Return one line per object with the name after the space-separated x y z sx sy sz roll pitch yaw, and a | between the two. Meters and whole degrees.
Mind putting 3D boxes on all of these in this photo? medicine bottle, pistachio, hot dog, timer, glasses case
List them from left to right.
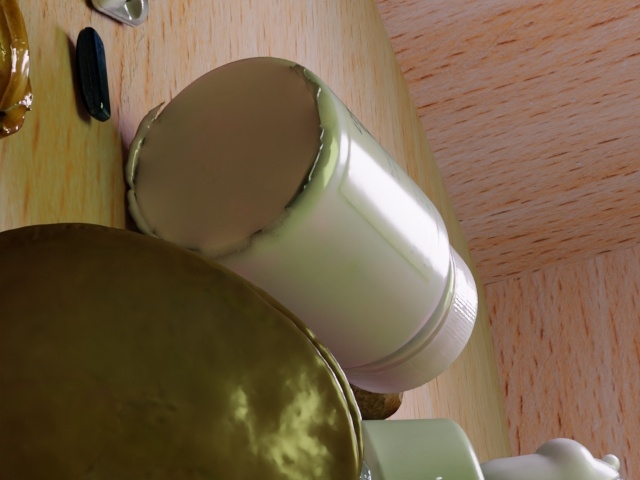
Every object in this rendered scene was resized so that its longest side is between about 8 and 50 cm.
-0.236 -0.163 0.915 0.102 0.076 0.249 109 -30 -56 | hot dog
-0.197 -0.141 1.218 0.033 0.023 0.083 69 12 -70 | glasses case
-0.110 0.094 0.769 0.163 0.260 0.212 -88 170 -84 | pistachio
0.000 0.000 1.372 0.379 0.213 0.213 43 32 -51 | medicine bottle
0.210 0.328 1.674 0.291 0.315 0.290 169 -90 -82 | timer

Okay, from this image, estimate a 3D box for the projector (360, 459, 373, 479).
-0.037 0.208 1.223 0.115 0.147 0.061 62 17 -49 | projector

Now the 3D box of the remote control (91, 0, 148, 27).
-0.212 -0.366 1.352 0.109 0.055 0.313 9 67 -77 | remote control

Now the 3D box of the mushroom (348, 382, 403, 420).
0.058 0.098 1.746 0.253 0.153 0.253 6 90 -73 | mushroom
